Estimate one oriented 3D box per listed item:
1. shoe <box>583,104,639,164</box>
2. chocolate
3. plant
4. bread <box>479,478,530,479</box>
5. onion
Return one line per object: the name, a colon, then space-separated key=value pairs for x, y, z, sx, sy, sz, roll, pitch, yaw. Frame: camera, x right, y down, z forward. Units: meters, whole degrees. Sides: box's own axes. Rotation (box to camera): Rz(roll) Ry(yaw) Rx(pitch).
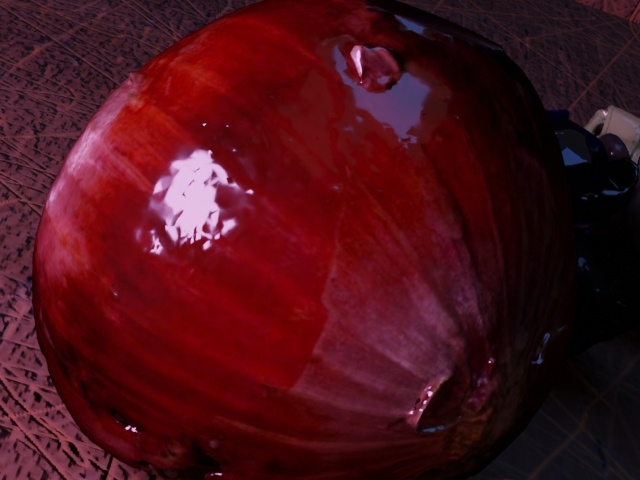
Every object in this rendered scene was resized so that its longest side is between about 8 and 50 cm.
shoe: x=0.254 y=-0.037 z=1.410 sx=0.128 sy=0.262 sz=0.140 roll=48 pitch=52 yaw=-26
chocolate: x=0.081 y=-0.057 z=1.217 sx=0.343 sy=0.126 sz=0.148 roll=-1 pitch=20 yaw=39
plant: x=0.230 y=-0.016 z=1.238 sx=0.146 sy=0.274 sz=0.149 roll=39 pitch=39 yaw=-23
bread: x=0.123 y=0.196 z=0.840 sx=0.260 sy=0.134 sz=0.129 roll=33 pitch=24 yaw=29
onion: x=0.002 y=0.004 z=0.977 sx=0.341 sy=0.341 sz=0.341 roll=17 pitch=22 yaw=-7
